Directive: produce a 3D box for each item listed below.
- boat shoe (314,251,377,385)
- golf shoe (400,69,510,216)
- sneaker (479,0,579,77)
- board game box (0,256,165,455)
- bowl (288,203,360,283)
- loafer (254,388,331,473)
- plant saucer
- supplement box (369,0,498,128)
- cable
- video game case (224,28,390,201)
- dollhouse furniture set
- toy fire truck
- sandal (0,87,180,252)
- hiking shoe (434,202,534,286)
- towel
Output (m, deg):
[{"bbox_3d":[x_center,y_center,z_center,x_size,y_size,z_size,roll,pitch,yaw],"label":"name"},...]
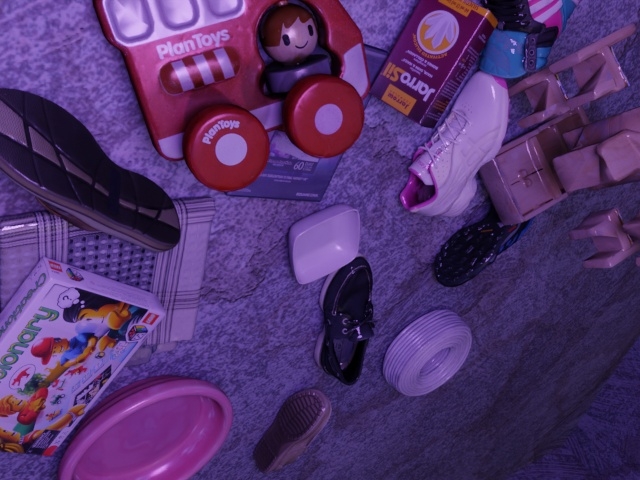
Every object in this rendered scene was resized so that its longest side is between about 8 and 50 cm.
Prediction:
[{"bbox_3d":[0.064,0.179,1.349,0.127,0.113,0.340,-13,134,-33],"label":"boat shoe"},{"bbox_3d":[0.242,-0.165,1.179,0.140,0.115,0.306,-9,131,-32],"label":"golf shoe"},{"bbox_3d":[0.302,-0.359,1.040,0.295,0.123,0.179,2,115,-45],"label":"sneaker"},{"bbox_3d":[-0.389,0.177,0.918,0.305,0.053,0.193,-50,138,10],"label":"board game box"},{"bbox_3d":[0.000,0.000,1.167,0.142,0.053,0.142,-26,140,-22],"label":"bowl"},{"bbox_3d":[-0.057,0.445,1.520,0.092,0.102,0.268,9,129,-48],"label":"loafer"},{"bbox_3d":[-0.328,0.370,1.209,0.332,0.084,0.332,-25,140,-23],"label":"plant saucer"},{"bbox_3d":[0.171,-0.279,0.985,0.188,0.104,0.080,-60,161,17],"label":"supplement box"},{"bbox_3d":[0.278,0.296,1.675,0.257,0.089,0.257,-10,132,-36],"label":"cable"},{"bbox_3d":[-0.022,-0.183,0.993,0.196,0.026,0.274,1,126,-42],"label":"video game case"},{"bbox_3d":[0.512,-0.165,1.185,0.256,0.362,0.394,-28,-175,-17],"label":"dollhouse furniture set"},{"bbox_3d":[-0.089,-0.221,0.783,0.302,0.169,0.254,-21,120,-13],"label":"toy fire truck"},{"bbox_3d":[-0.297,-0.062,0.792,0.086,0.120,0.303,-18,142,25],"label":"sandal"},{"bbox_3d":[0.393,0.004,1.473,0.304,0.113,0.132,-45,142,3],"label":"hiking shoe"},{"bbox_3d":[-0.321,0.087,0.961,0.312,0.056,0.324,-9,132,-37],"label":"towel"}]
